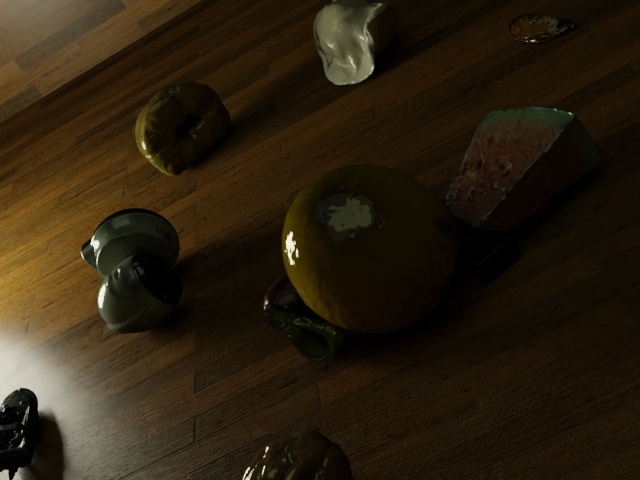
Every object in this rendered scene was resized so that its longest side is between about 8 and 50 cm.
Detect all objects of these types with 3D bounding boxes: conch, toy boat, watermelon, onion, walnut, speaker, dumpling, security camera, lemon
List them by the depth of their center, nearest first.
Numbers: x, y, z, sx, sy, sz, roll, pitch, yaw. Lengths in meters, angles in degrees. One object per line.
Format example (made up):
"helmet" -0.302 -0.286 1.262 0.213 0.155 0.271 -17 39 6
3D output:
"walnut" -0.031 0.354 1.279 0.166 0.149 0.166 -1 59 2
"lemon" 0.082 0.014 1.487 0.297 0.297 0.297 -24 34 17
"conch" -0.002 0.169 1.545 0.121 0.074 0.089 16 48 3
"watermelon" 0.326 -0.104 1.548 0.257 0.140 0.193 -50 29 -17
"speaker" 0.252 -0.004 1.567 0.082 0.044 0.218 -39 32 -6
"onion" -0.042 0.111 1.624 0.117 0.118 0.118 21 54 11
"toy boat" -0.629 0.376 1.833 0.093 0.103 0.246 -10 27 -6
"security camera" -0.397 0.077 1.932 0.191 0.197 0.277 -35 38 16
"dumpling" 0.090 -0.518 2.324 0.318 0.187 0.243 15 97 60

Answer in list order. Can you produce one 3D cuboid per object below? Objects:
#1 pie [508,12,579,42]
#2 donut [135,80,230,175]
"pie" 0.480 -0.474 1.987 0.088 0.033 0.191 -45 33 -8
"donut" -0.377 -0.311 2.396 0.261 0.208 0.128 -41 32 -18
